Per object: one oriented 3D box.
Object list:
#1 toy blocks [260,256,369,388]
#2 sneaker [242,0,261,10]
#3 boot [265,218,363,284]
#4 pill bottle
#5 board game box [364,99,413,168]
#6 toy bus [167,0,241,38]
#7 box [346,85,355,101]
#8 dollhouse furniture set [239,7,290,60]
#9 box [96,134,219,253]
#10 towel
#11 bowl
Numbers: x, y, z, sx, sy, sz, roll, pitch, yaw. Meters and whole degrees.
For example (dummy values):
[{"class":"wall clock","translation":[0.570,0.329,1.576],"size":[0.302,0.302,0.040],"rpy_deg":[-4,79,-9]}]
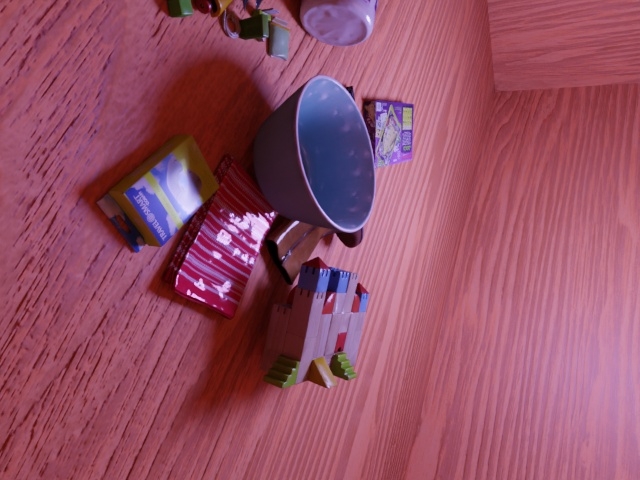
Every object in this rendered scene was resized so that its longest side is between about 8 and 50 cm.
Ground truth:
[{"class":"toy blocks","translation":[0.008,0.173,0.976],"size":[0.381,0.190,0.261],"rpy_deg":[15,87,-60]},{"class":"sneaker","translation":[-0.114,-0.512,0.768],"size":[0.089,0.051,0.170],"rpy_deg":[86,13,-55]},{"class":"boot","translation":[0.000,0.000,1.037],"size":[0.280,0.096,0.264],"rpy_deg":[-58,144,-33]},{"class":"pill bottle","translation":[0.060,-0.618,0.923],"size":[0.169,0.169,0.302],"rpy_deg":[20,80,-59]},{"class":"board game box","translation":[0.240,-0.365,1.413],"size":[0.346,0.056,0.208],"rpy_deg":[-24,113,-56]},{"class":"toy bus","translation":[-0.161,-0.446,0.647],"size":[0.202,0.104,0.191],"rpy_deg":[-18,112,-57]},{"class":"box","translation":[0.086,-0.380,1.147],"size":[0.067,0.018,0.083],"rpy_deg":[-79,159,-55]},{"class":"dollhouse furniture set","translation":[-0.090,-0.413,0.822],"size":[0.151,0.058,0.076],"rpy_deg":[-20,114,-57]},{"class":"box","translation":[-0.245,-0.075,0.650],"size":[0.178,0.042,0.109],"rpy_deg":[-58,142,-37]},{"class":"towel","translation":[-0.176,0.000,0.799],"size":[0.199,0.031,0.275],"rpy_deg":[50,54,-53]},{"class":"bowl","translation":[-0.022,-0.161,0.859],"size":[0.311,0.163,0.312],"rpy_deg":[18,69,-54]}]
